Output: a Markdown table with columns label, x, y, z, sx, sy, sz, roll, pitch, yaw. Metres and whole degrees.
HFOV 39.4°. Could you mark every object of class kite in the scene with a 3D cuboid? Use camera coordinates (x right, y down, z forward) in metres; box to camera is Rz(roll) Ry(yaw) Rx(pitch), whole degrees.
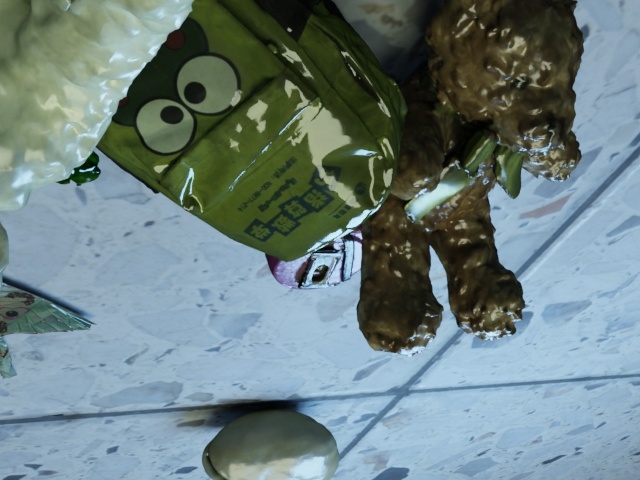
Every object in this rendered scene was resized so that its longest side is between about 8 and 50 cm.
| label | x | y | z | sx | sy | sz | roll | pitch | yaw |
| --- | --- | --- | --- | --- | --- | --- | --- | --- | --- |
| kite | -0.371 | 0.105 | 1.014 | 0.229 | 0.012 | 0.250 | -3 | 146 | -15 |

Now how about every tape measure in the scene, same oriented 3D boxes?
| label | x | y | z | sx | sy | sz | roll | pitch | yaw |
| --- | --- | --- | --- | --- | --- | --- | --- | --- | --- |
| tape measure | 0.000 | 0.000 | 0.962 | 0.118 | 0.074 | 0.125 | -2 | 144 | -21 |

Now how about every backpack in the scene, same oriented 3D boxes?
| label | x | y | z | sx | sy | sz | roll | pitch | yaw |
| --- | --- | --- | --- | --- | --- | --- | --- | --- | --- |
| backpack | -0.058 | -0.105 | 0.661 | 0.253 | 0.140 | 0.207 | 40 | 123 | -17 |

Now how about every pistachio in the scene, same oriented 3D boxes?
| label | x | y | z | sx | sy | sz | roll | pitch | yaw |
| --- | --- | --- | --- | --- | --- | --- | --- | --- | --- |
| pistachio | -0.074 | 0.330 | 1.389 | 0.226 | 0.135 | 0.136 | 5 | 143 | -26 |

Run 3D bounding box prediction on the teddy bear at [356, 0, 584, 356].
| label | x | y | z | sx | sy | sz | roll | pitch | yaw |
| --- | --- | --- | --- | --- | --- | --- | --- | --- | --- |
| teddy bear | 0.146 | -0.059 | 0.781 | 0.246 | 0.296 | 0.222 | -6 | 174 | -35 |

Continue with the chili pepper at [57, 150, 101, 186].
| label | x | y | z | sx | sy | sz | roll | pitch | yaw |
| --- | --- | --- | --- | --- | --- | --- | --- | --- | --- |
| chili pepper | -0.270 | -0.085 | 0.721 | 0.108 | 0.062 | 0.216 | -27 | 148 | 28 |

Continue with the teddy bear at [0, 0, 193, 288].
| label | x | y | z | sx | sy | sz | roll | pitch | yaw |
| --- | --- | --- | --- | --- | --- | --- | --- | --- | --- |
| teddy bear | -0.287 | -0.083 | 0.461 | 0.362 | 0.327 | 0.375 | -23 | 160 | -37 |
